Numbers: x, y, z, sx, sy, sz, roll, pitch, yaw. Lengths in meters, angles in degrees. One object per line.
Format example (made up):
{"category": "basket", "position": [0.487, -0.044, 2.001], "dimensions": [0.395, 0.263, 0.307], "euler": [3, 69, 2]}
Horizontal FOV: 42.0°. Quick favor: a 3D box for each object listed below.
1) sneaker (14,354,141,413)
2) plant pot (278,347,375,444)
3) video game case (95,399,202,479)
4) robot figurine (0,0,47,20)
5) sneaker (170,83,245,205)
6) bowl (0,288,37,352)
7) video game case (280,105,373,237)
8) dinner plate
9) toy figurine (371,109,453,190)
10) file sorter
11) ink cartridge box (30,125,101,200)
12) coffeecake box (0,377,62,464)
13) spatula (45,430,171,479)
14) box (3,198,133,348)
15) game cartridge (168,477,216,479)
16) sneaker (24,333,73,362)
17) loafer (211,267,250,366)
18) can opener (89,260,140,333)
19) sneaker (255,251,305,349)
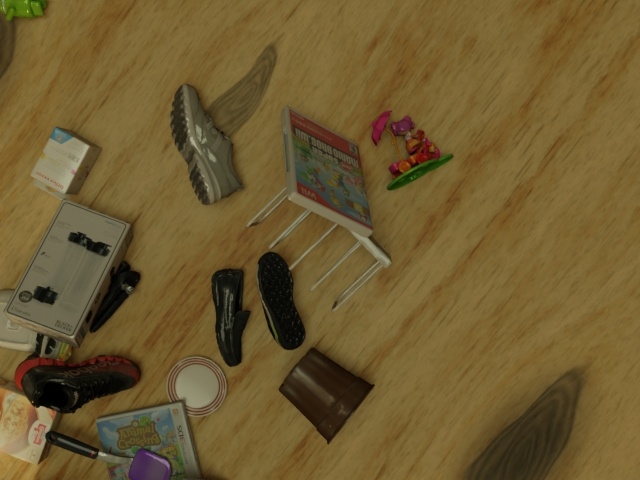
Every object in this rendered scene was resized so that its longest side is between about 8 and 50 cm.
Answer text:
{"category": "sneaker", "position": [-0.525, 0.322, 1.843], "dimensions": [0.276, 0.135, 0.098], "euler": [3, 115, -30]}
{"category": "plant pot", "position": [0.007, 0.335, 1.858], "dimensions": [0.165, 0.167, 0.167], "euler": [39, 93, 8]}
{"category": "video game case", "position": [-0.398, 0.484, 1.934], "dimensions": [0.212, 0.023, 0.193], "euler": [-12, 93, 6]}
{"category": "robot figurine", "position": [-0.685, -0.542, 1.893], "dimensions": [0.115, 0.067, 0.101], "euler": [8, 65, 2]}
{"category": "sneaker", "position": [-0.258, -0.221, 1.890], "dimensions": [0.115, 0.105, 0.281], "euler": [-16, 87, -31]}
{"category": "bowl", "position": [-0.701, 0.188, 1.930], "dimensions": [0.142, 0.053, 0.142], "euler": [10, 91, 1]}
{"category": "video game case", "position": [0.011, -0.149, 1.756], "dimensions": [0.204, 0.285, 0.025], "euler": [25, 128, -29]}
{"category": "dinner plate", "position": [-0.287, 0.338, 1.935], "dimensions": [0.141, 0.017, 0.141], "euler": [0, 91, 3]}
{"category": "toy figurine", "position": [0.188, -0.219, 1.857], "dimensions": [0.173, 0.130, 0.159], "euler": [-25, 81, -18]}
{"category": "file sorter", "position": [0.000, 0.000, 1.824], "dimensions": [0.173, 0.193, 0.278], "euler": [-45, 90, 6]}
{"category": "ink cartridge box", "position": [-0.580, -0.171, 1.891], "dimensions": [0.092, 0.090, 0.143], "euler": [30, 94, 1]}
{"category": "coffeecake box", "position": [-0.706, 0.415, 1.930], "dimensions": [0.185, 0.068, 0.142], "euler": [20, 92, 1]}
{"category": "spatula", "position": [-0.485, 0.492, 1.903], "dimensions": [0.296, 0.030, 0.084], "euler": [22, 96, -8]}
{"category": "box", "position": [-0.550, 0.071, 1.845], "dimensions": [0.169, 0.087, 0.290], "euler": [19, 68, 1]}
{"category": "game cartridge", "position": [-0.236, 0.671, 1.818], "dimensions": [0.062, 0.198, 0.297], "euler": [-31, 56, 22]}
{"category": "sneaker", "position": [-0.612, 0.266, 1.917], "dimensions": [0.081, 0.094, 0.208], "euler": [42, 116, 20]}
{"category": "loafer", "position": [-0.197, 0.175, 1.895], "dimensions": [0.078, 0.076, 0.223], "euler": [-6, 88, 10]}
{"category": "can opener", "position": [-0.482, 0.139, 1.924], "dimensions": [0.059, 0.073, 0.186], "euler": [30, 98, -38]}
{"category": "sneaker", "position": [-0.106, 0.141, 1.875], "dimensions": [0.084, 0.097, 0.235], "euler": [-18, 100, -27]}
